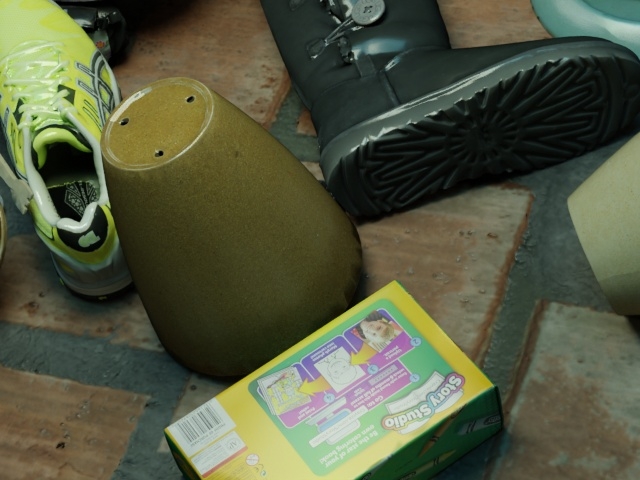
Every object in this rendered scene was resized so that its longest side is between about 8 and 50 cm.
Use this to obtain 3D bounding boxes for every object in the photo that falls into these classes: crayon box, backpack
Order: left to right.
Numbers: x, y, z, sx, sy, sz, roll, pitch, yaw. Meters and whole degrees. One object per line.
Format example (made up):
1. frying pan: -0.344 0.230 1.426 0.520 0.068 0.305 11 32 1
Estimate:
1. backpack: -0.334 -0.246 1.889 0.182 0.115 0.152 -26 49 -11
2. crayon box: 0.014 0.179 1.489 0.278 0.081 0.165 -32 52 -13

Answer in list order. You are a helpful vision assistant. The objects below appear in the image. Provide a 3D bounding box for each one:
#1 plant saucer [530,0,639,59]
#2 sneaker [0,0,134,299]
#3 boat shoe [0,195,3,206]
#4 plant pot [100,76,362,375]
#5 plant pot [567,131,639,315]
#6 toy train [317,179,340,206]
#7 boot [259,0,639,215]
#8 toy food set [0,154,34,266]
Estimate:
1. plant saucer: 0.400 -0.325 1.832 0.317 0.044 0.317 -7 51 8
2. sneaker: -0.278 -0.131 1.703 0.145 0.147 0.385 -23 68 -7
3. boat shoe: -0.387 -0.010 1.769 0.035 0.035 0.100 -19 48 34
4. plant pot: -0.111 -0.035 1.556 0.237 0.254 0.237 -14 47 15
5. plant pot: 0.386 -0.037 1.496 0.274 0.256 0.256 -25 49 14
6. toy train: 0.000 0.000 1.673 0.036 0.027 0.158 7 53 5
7. boot: 0.125 -0.262 1.793 0.367 0.146 0.445 -16 46 -2
8. toy food set: -0.375 -0.002 1.670 0.038 0.192 0.132 3 32 -43
